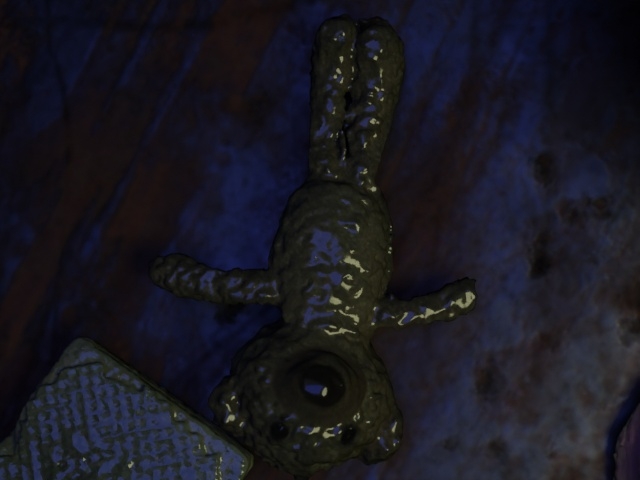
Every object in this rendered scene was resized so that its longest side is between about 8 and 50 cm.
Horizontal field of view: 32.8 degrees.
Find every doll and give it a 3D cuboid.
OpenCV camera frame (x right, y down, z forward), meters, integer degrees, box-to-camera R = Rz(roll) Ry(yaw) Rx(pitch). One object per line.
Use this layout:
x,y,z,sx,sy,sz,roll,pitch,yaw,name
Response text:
0.017,0.006,0.712,0.202,0.091,0.286,35,77,-4,doll

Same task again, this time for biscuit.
-0.174,0.203,0.716,0.150,0.052,0.252,36,88,7,biscuit

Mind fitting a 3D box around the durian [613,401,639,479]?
0.234,0.197,0.668,0.140,0.078,0.224,-12,84,3,durian
